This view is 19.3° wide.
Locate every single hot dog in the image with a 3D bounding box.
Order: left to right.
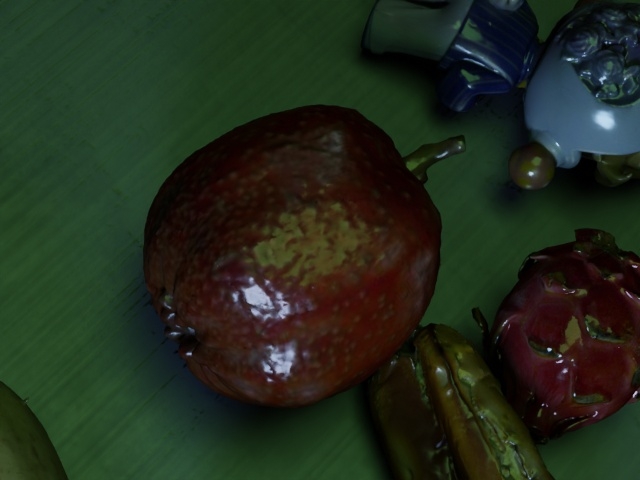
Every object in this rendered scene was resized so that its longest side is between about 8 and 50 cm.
[{"bbox_3d":[0.115,0.181,1.338,0.072,0.115,0.269,-5,68,-43],"label":"hot dog"}]

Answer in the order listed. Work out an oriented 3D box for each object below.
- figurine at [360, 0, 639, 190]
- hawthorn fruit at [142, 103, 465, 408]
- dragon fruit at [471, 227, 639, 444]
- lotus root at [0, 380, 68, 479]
[{"bbox_3d":[0.177,-0.153,1.503,0.274,0.133,0.194,42,61,17],"label":"figurine"},{"bbox_3d":[0.000,0.000,1.334,0.253,0.205,0.205,-31,77,-15],"label":"hawthorn fruit"},{"bbox_3d":[0.189,0.078,1.399,0.133,0.136,0.166,35,72,-30],"label":"dragon fruit"},{"bbox_3d":[-0.231,0.191,1.206,0.146,0.160,0.284,-2,61,-59],"label":"lotus root"}]
